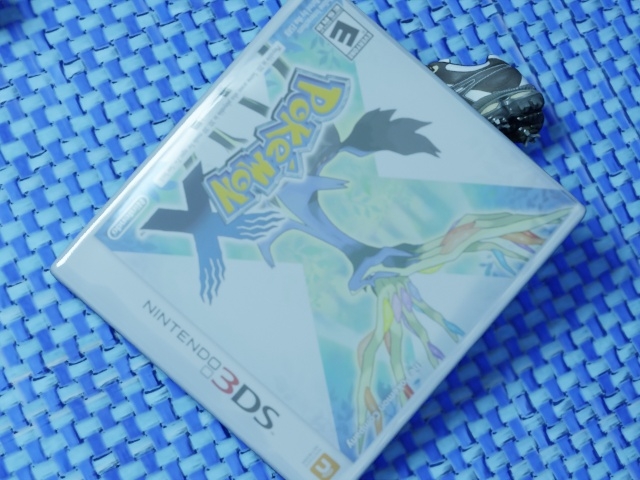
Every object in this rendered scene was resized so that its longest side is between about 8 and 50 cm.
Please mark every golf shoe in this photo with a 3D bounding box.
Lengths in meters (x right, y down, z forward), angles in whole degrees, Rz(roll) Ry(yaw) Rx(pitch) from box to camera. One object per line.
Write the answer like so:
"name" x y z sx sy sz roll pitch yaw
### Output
"golf shoe" 0.092 -0.103 1.642 0.198 0.077 0.094 -17 56 -18

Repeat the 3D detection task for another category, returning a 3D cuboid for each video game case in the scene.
"video game case" 0.000 0.000 1.546 0.300 0.036 0.329 41 83 0
